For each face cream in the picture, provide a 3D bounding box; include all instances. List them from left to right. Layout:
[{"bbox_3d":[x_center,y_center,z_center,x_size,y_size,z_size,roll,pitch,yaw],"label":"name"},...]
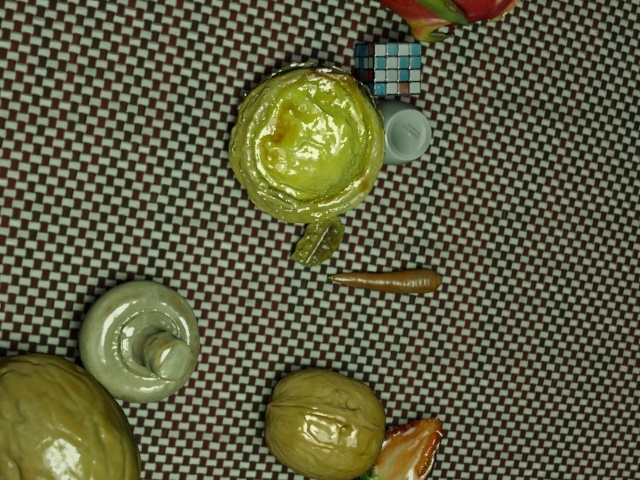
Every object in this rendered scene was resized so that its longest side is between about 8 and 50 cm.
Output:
[{"bbox_3d":[0.134,-0.190,1.965,0.117,0.104,0.117,-3,99,-20],"label":"face cream"}]

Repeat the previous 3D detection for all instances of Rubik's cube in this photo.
[{"bbox_3d":[0.118,-0.301,1.949,0.092,0.092,0.092,-4,99,-19],"label":"Rubik's cube"}]

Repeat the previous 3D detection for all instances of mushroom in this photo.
[{"bbox_3d":[-0.294,0.181,1.826,0.206,0.209,0.206,-6,125,-8],"label":"mushroom"}]

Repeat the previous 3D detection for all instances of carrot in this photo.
[{"bbox_3d":[0.119,0.073,2.037,0.216,0.048,0.048,1,98,-15],"label":"carrot"}]

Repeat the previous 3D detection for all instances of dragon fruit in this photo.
[{"bbox_3d":[0.255,-0.469,1.863,0.226,0.305,0.305,31,87,-11],"label":"dragon fruit"}]

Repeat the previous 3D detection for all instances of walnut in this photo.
[{"bbox_3d":[-0.442,0.330,1.739,0.333,0.333,0.332,-3,99,-20],"label":"walnut"},{"bbox_3d":[0.009,0.324,1.961,0.226,0.193,0.193,29,88,-19],"label":"walnut"}]

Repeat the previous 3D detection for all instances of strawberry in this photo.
[{"bbox_3d":[0.141,0.406,2.070,0.140,0.085,0.192,12,93,-20],"label":"strawberry"}]

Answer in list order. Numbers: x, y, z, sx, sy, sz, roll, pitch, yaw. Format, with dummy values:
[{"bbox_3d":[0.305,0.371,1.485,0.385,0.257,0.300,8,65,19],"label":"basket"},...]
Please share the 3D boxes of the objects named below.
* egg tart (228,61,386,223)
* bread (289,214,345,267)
[{"bbox_3d":[-0.023,-0.166,1.905,0.279,0.095,0.278,0,93,-5],"label":"egg tart"},{"bbox_3d":[0.000,0.000,1.972,0.066,0.060,0.110,31,85,8],"label":"bread"}]
